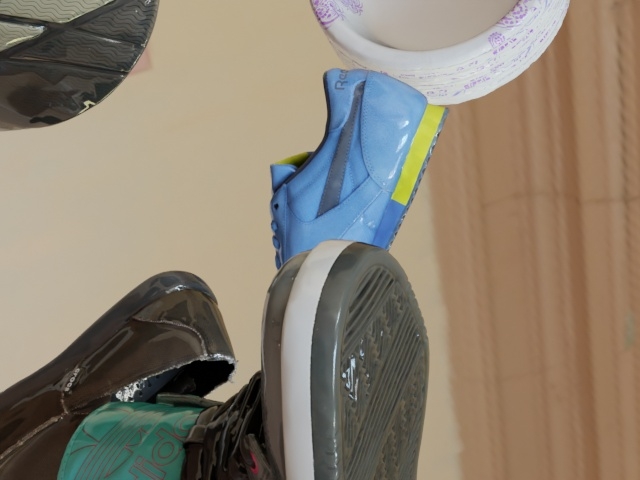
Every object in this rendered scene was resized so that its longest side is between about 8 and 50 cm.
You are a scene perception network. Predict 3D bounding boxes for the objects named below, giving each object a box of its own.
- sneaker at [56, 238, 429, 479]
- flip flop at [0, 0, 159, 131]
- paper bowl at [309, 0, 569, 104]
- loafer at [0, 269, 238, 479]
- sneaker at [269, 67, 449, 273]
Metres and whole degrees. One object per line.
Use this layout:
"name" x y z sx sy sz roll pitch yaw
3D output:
"sneaker" -0.044 0.103 0.661 0.178 0.124 0.296 14 -46 19
"flip flop" -0.174 -0.095 0.668 0.277 0.112 0.080 -25 -130 52
"paper bowl" 0.137 -0.283 1.533 0.284 0.284 0.148 55 2 29
"loafer" -0.136 0.112 0.793 0.078 0.220 0.080 44 -1 41
"sneaker" 0.000 0.000 0.792 0.069 0.082 0.209 -68 179 -68
